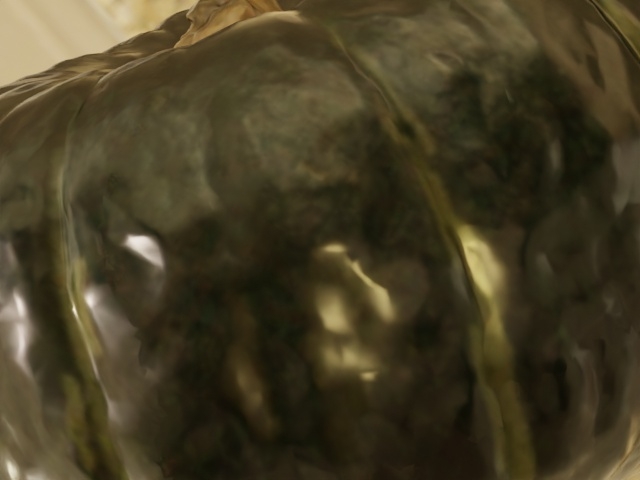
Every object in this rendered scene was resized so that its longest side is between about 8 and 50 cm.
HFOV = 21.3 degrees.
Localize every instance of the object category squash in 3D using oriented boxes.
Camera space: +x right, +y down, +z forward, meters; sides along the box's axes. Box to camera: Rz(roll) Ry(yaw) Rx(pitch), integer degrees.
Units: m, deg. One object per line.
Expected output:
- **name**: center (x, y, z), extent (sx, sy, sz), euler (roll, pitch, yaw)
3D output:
- **squash**: center (0.000, 0.000, 0.501), extent (0.252, 0.252, 0.165), euler (27, 137, 65)
